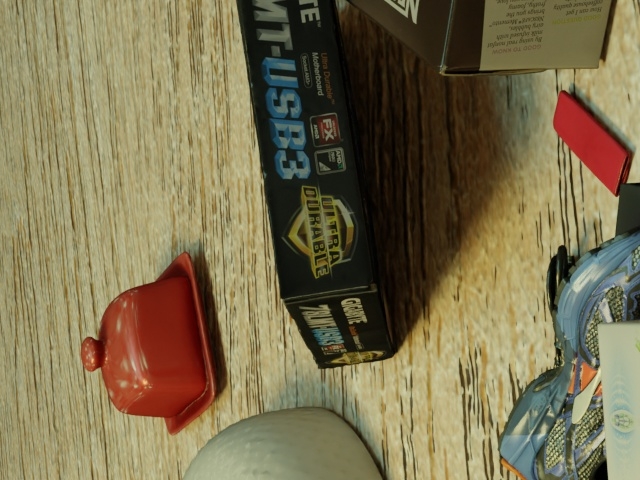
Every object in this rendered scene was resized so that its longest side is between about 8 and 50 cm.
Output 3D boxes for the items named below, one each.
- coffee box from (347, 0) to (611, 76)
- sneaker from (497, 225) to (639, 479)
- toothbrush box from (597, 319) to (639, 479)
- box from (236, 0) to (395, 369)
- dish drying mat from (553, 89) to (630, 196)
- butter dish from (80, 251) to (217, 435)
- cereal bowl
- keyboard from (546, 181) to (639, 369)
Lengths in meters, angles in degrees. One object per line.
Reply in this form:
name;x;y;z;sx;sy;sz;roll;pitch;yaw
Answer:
coffee box;0.110;-0.269;1.144;0.168;0.119;0.297;-134;46;-55
sneaker;0.179;0.073;1.062;0.087;0.083;0.221;43;137;30
toothbrush box;0.262;0.136;0.877;0.283;0.122;0.206;177;89;-67
box;-0.006;-0.071;1.350;0.293;0.073;0.295;68;-167;-76
dish drying mat;0.172;-0.063;1.175;0.083;0.008;0.032;-126;39;-48
butter dish;-0.181;0.109;1.843;0.160;0.118;0.160;138;123;-60
cereal bowl;-0.052;0.312;1.568;0.339;0.141;0.339;177;90;-66
keyboard;0.186;0.119;1.147;0.201;0.033;0.317;-149;59;-61
